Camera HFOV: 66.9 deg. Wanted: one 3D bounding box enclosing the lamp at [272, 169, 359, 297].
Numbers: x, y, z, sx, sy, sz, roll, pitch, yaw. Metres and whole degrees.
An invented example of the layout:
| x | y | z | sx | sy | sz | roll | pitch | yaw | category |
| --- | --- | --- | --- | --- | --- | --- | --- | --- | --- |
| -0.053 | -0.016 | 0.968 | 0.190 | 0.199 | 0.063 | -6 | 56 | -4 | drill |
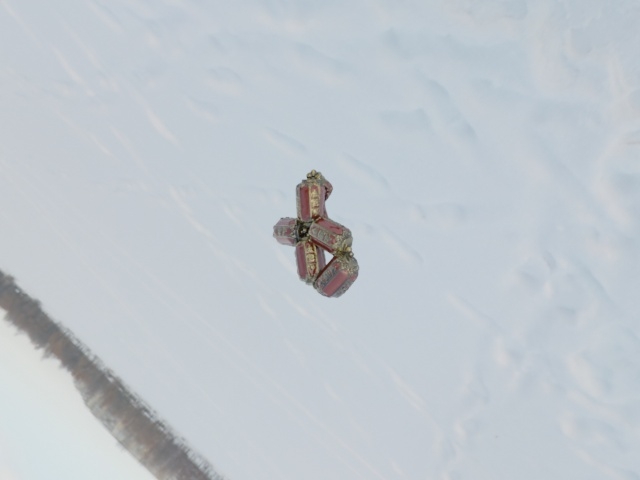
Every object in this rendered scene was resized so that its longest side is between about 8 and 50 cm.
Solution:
| x | y | z | sx | sy | sz | roll | pitch | yaw | category |
| --- | --- | --- | --- | --- | --- | --- | --- | --- | --- |
| 0.000 | 0.000 | 0.337 | 0.063 | 0.031 | 0.083 | -56 | 48 | 30 | lamp |
